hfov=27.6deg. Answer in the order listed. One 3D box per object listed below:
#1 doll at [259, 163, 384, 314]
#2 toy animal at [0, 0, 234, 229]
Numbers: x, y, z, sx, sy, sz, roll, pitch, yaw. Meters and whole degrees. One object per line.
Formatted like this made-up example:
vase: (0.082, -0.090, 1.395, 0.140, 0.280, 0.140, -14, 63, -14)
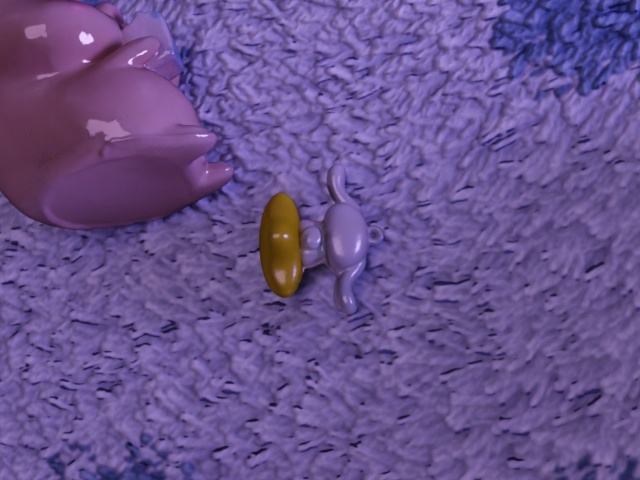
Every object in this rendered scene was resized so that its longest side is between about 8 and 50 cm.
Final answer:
doll: (0.000, -0.007, 1.183, 0.113, 0.071, 0.135, 16, 76, 15)
toy animal: (-0.229, -0.137, 1.234, 0.213, 0.195, 0.256, -27, 64, 3)
